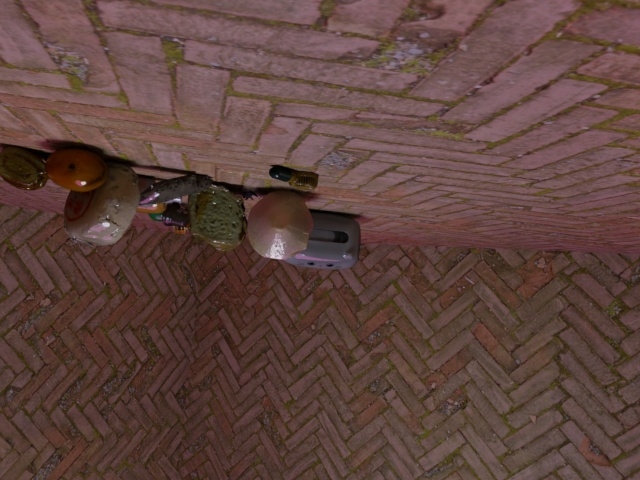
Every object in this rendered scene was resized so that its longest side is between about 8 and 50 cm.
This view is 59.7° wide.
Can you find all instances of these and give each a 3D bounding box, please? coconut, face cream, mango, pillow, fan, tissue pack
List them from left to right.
[{"bbox_3d":[-0.647,-0.185,1.471,0.145,0.112,0.219,8,178,-39],"label":"mango"},{"bbox_3d":[-0.574,-0.158,1.801,0.251,0.101,0.101,6,175,-22],"label":"face cream"},{"bbox_3d":[-0.428,-0.156,1.643,0.241,0.051,0.093,-18,160,-21],"label":"pillow"},{"bbox_3d":[-0.129,-0.046,1.849,0.233,0.233,0.245,6,180,-5],"label":"coconut"},{"bbox_3d":[-0.074,-0.166,1.490,0.155,0.039,0.082,11,173,-44],"label":"fan"},{"bbox_3d":[0.000,0.000,2.270,0.333,0.229,0.236,5,175,-10],"label":"tissue pack"}]

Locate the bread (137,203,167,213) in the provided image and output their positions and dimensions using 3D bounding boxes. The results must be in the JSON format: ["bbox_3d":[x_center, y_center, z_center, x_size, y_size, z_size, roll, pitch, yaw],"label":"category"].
[{"bbox_3d":[-0.728,-0.156,2.092,0.305,0.091,0.142,7,-179,-9],"label":"bread"}]

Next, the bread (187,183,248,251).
[{"bbox_3d":[-0.343,-0.075,1.884,0.196,0.238,0.252,-7,-177,-10],"label":"bread"}]

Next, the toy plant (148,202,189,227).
[{"bbox_3d":[-0.662,-0.122,2.410,0.200,0.105,0.143,24,-164,6],"label":"toy plant"}]

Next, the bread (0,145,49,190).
[{"bbox_3d":[-0.837,-0.197,1.572,0.132,0.103,0.172,29,169,-21],"label":"bread"}]

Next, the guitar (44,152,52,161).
[{"bbox_3d":[-0.777,-0.225,1.655,0.088,0.025,0.233,9,175,-30],"label":"guitar"}]

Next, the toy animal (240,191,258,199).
[{"bbox_3d":[-0.255,-0.153,1.924,0.050,0.028,0.084,-2,-179,-43],"label":"toy animal"}]

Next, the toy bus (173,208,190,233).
[{"bbox_3d":[-0.606,-0.091,2.531,0.069,0.074,0.162,4,-156,13],"label":"toy bus"}]

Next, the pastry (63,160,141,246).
[{"bbox_3d":[-0.621,-0.107,1.592,0.265,0.265,0.133,2,161,38],"label":"pastry"}]
